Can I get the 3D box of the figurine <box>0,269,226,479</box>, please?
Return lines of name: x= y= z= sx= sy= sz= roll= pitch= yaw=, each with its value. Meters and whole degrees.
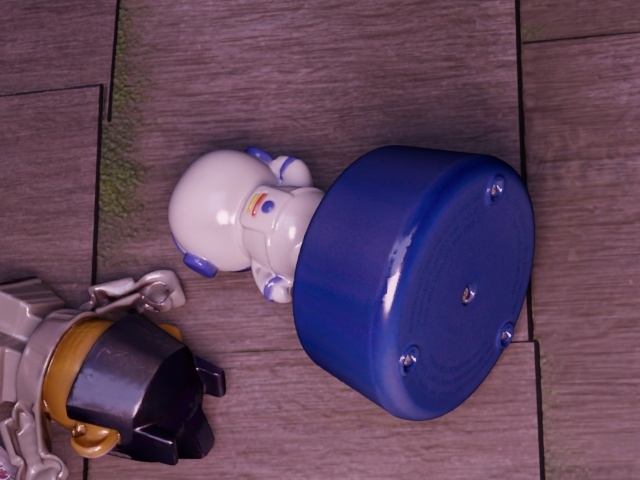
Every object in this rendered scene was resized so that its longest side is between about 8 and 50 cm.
figurine: x=-0.247 y=0.147 z=1.383 sx=0.308 sy=0.143 sz=0.308 roll=-5 pitch=68 yaw=13

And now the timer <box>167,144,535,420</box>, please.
timer: x=0.000 y=0.000 z=1.354 sx=0.383 sy=0.270 sz=0.270 roll=20 pitch=75 yaw=34

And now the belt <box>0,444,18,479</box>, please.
belt: x=-0.281 y=0.300 z=1.376 sx=0.232 sy=0.071 sz=0.053 roll=34 pitch=73 yaw=18
